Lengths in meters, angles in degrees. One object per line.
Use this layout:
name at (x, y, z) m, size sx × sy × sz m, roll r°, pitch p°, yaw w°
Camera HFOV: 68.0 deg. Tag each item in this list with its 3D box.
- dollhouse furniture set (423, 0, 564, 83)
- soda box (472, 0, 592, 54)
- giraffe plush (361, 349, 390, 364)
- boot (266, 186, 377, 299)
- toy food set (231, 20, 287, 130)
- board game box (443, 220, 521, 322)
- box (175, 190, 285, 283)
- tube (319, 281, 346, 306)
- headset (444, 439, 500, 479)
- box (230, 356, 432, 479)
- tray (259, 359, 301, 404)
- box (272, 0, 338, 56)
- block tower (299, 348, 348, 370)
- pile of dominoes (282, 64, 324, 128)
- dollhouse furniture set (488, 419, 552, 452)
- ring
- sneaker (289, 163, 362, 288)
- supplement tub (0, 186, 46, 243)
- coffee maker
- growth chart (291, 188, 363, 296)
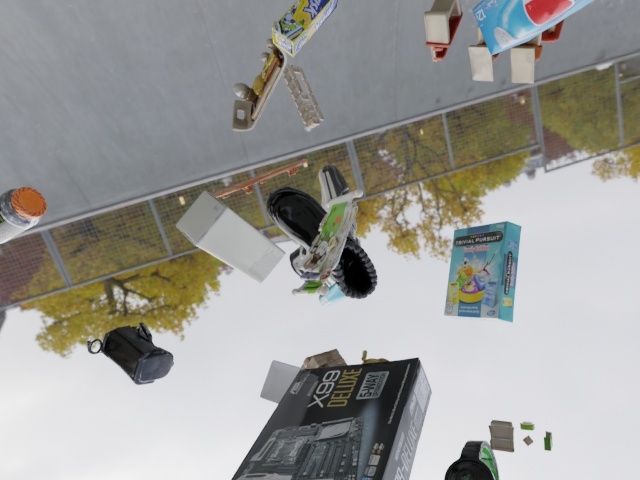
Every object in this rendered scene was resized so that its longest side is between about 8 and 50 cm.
dollhouse furniture set at (0.356, -0.440, 0.973) m, size 0.259 × 0.135 × 0.261 m, roll 14°, pitch -110°, yaw 29°
soda box at (0.267, -0.287, 0.523) m, size 0.071 × 0.067 × 0.210 m, roll -26°, pitch -176°, yaw -17°
giraffe plush at (0.182, 0.451, 1.550) m, size 0.210 × 0.170 × 0.181 m, roll -23°, pitch -153°, yaw -31°
boot at (0.004, -0.003, 1.304) m, size 0.131 × 0.348 × 0.260 m, roll -50°, pitch -163°, yaw 8°
toy food set at (-0.201, -0.518, 1.496) m, size 0.093 × 0.306 × 0.219 m, roll 20°, pitch -146°, yaw -22°
board game box at (0.573, 0.115, 1.692) m, size 0.079 × 0.335 × 0.254 m, roll 16°, pitch 167°, yaw -26°
box at (-0.206, 0.000, 1.140) m, size 0.094 × 0.275 × 0.113 m, roll 37°, pitch -95°, yaw 34°
tube at (0.055, 0.164, 1.493) m, size 0.080 × 0.052 × 0.207 m, roll 21°, pitch 155°, yaw -15°
headset at (0.381, 0.700, 1.242) m, size 0.185 × 0.243 × 0.394 m, roll -12°, pitch -171°, yaw 29°
box at (0.020, 0.312, 0.723) m, size 0.243 × 0.076 × 0.307 m, roll -13°, pitch -162°, yaw 29°
tray at (-0.091, 0.530, 1.705) m, size 0.271 × 0.030 × 0.145 m, roll 5°, pitch -115°, yaw 37°
box at (-0.029, -0.480, 1.015) m, size 0.169 × 0.059 × 0.054 m, roll -53°, pitch 176°, yaw -12°
block tower at (0.071, 0.436, 1.241) m, size 0.097 × 0.090 × 0.335 m, roll -7°, pitch -136°, yaw -38°
pile of dominoes at (-0.081, -0.556, 1.832) m, size 0.040 × 0.251 × 0.196 m, roll -24°, pitch -178°, yaw 28°
dollhouse furniture set at (0.525, 0.515, 1.248) m, size 0.152 × 0.076 × 0.059 m, roll -5°, pitch 171°, yaw 28°
ring at (-0.194, -0.174, 1.430) m, size 0.337 × 0.032 × 0.336 m, roll -19°, pitch -168°, yaw 4°
sneaker at (-0.007, -0.019, 1.611) m, size 0.258 × 0.447 × 0.169 m, roll -10°, pitch -170°, yaw 17°
supplement tub at (-0.877, -0.073, 1.343) m, size 0.191 × 0.117 × 0.117 m, roll -22°, pitch -167°, yaw 23°
coffee maker at (-0.540, 0.333, 1.360) m, size 0.178 × 0.120 × 0.171 m, roll 22°, pitch -149°, yaw 37°
growth chart at (0.011, 0.006, 0.905) m, size 0.172 × 0.021 × 0.237 m, roll -24°, pitch -139°, yaw 60°
